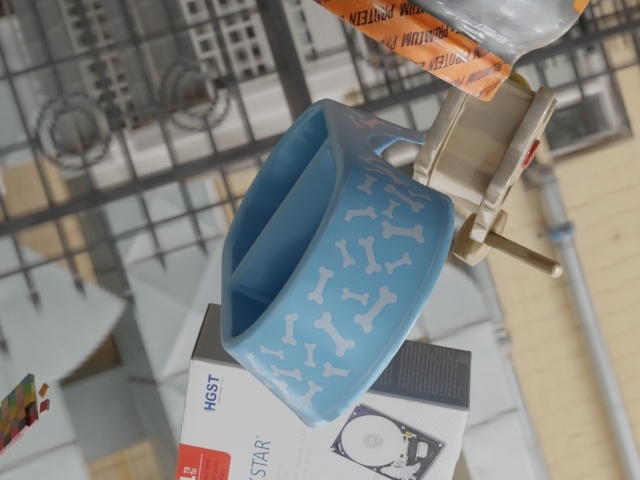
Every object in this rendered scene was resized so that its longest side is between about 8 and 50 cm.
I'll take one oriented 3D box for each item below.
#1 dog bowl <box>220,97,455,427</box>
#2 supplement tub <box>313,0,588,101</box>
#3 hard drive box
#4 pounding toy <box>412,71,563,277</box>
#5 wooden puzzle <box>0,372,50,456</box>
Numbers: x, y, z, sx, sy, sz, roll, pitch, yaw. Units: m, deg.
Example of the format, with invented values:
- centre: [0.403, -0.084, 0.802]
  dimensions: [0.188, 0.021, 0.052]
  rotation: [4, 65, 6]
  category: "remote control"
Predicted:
- centre: [0.000, 0.000, 0.931]
  dimensions: [0.166, 0.074, 0.297]
  rotation: [-55, -166, 16]
  category: "dog bowl"
- centre: [0.126, -0.261, 0.913]
  dimensions: [0.316, 0.193, 0.193]
  rotation: [-59, 177, 11]
  category: "supplement tub"
- centre: [0.000, 0.168, 1.225]
  dimensions: [0.232, 0.181, 0.089]
  rotation: [10, -149, 2]
  category: "hard drive box"
- centre: [0.176, -0.070, 1.251]
  dimensions: [0.154, 0.154, 0.269]
  rotation: [-60, 172, -11]
  category: "pounding toy"
- centre: [-0.242, 0.138, 1.134]
  dimensions: [0.083, 0.006, 0.049]
  rotation: [-44, -141, 22]
  category: "wooden puzzle"
